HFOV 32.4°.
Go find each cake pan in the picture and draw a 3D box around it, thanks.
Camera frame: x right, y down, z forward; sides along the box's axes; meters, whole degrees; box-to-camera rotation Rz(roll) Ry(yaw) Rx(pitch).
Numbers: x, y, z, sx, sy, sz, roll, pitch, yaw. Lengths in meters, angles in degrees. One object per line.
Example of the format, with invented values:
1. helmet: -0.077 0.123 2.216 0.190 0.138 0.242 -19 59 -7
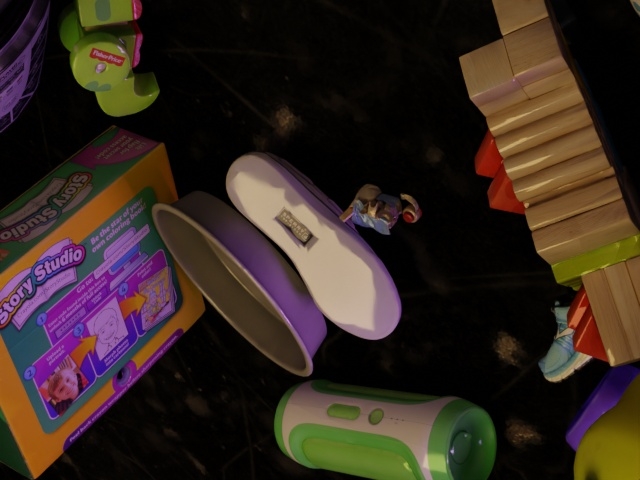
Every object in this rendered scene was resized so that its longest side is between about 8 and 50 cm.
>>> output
1. cake pan: -0.098 0.050 1.406 0.293 0.054 0.293 42 162 17

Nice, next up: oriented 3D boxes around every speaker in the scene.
1. speaker: 0.080 0.254 1.445 0.296 0.131 0.131 1 126 44

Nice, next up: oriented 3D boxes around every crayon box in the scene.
1. crayon box: -0.327 0.078 1.456 0.106 0.363 0.313 20 138 30

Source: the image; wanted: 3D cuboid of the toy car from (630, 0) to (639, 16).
1. toy car: 0.270 -0.173 0.735 0.219 0.238 0.210 52 144 -10

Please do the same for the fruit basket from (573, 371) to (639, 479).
1. fruit basket: 0.376 0.155 0.858 0.283 0.392 0.392 33 143 14

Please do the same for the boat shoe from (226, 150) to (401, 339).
1. boat shoe: 0.000 0.000 1.295 0.267 0.088 0.096 43 113 5

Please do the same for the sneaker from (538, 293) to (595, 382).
1. sneaker: 0.274 0.090 1.163 0.073 0.063 0.162 52 143 19

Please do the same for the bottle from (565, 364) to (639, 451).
1. bottle: 0.402 0.246 1.152 0.283 0.092 0.118 33 139 14

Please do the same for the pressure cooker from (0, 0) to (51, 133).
1. pressure cooker: -0.486 -0.289 1.177 0.420 0.375 0.370 137 124 -67

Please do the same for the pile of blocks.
1. pile of blocks: 0.213 -0.042 0.979 0.112 0.149 0.362 -21 98 21

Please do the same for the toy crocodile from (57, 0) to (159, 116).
1. toy crocodile: -0.247 -0.287 1.241 0.115 0.105 0.340 -120 23 -47

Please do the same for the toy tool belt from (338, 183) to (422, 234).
1. toy tool belt: 0.066 -0.027 1.237 0.083 0.051 0.052 18 137 31
